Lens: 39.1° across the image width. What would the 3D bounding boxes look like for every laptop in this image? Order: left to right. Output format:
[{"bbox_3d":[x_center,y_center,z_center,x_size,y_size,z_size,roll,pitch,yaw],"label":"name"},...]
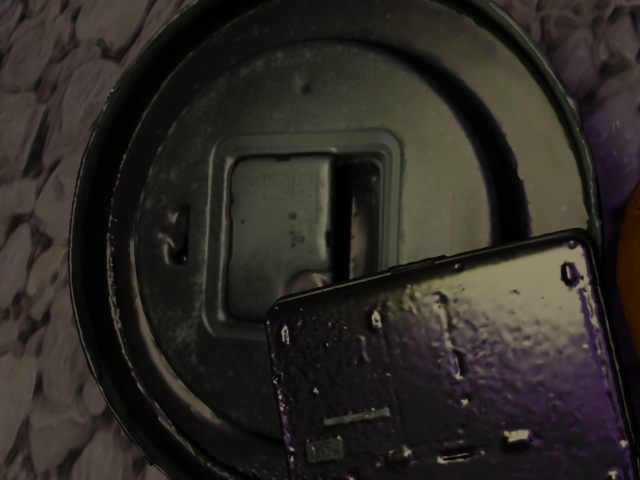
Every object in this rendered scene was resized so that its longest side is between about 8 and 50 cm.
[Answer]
[{"bbox_3d":[0.067,0.086,0.517,0.207,0.026,0.154,-14,80,23],"label":"laptop"}]

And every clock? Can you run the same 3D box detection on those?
[{"bbox_3d":[0.000,0.000,0.615,0.386,0.076,0.386,-3,83,25],"label":"clock"}]

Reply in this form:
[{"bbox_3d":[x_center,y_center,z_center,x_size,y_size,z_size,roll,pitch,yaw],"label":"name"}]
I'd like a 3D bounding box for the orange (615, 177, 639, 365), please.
[{"bbox_3d":[0.266,0.020,0.461,0.224,0.170,0.224,-12,59,20],"label":"orange"}]
